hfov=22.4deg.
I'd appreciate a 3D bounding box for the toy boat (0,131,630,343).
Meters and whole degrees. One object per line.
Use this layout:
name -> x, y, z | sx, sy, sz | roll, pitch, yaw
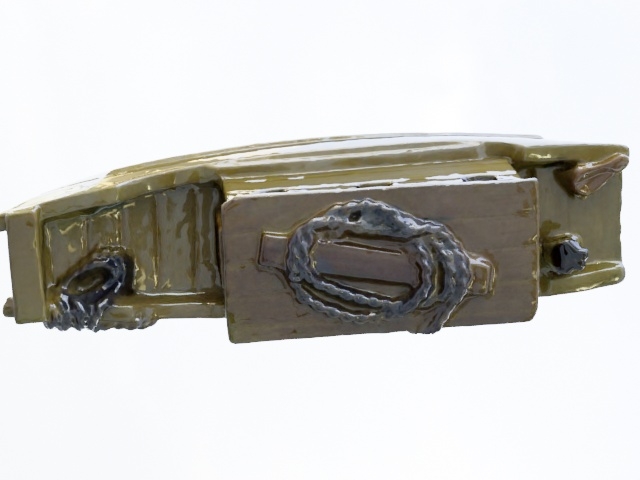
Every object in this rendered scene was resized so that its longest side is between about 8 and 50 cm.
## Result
toy boat -> 0.000, 0.000, 0.506 | 0.077, 0.200, 0.057 | -105, -168, -74
